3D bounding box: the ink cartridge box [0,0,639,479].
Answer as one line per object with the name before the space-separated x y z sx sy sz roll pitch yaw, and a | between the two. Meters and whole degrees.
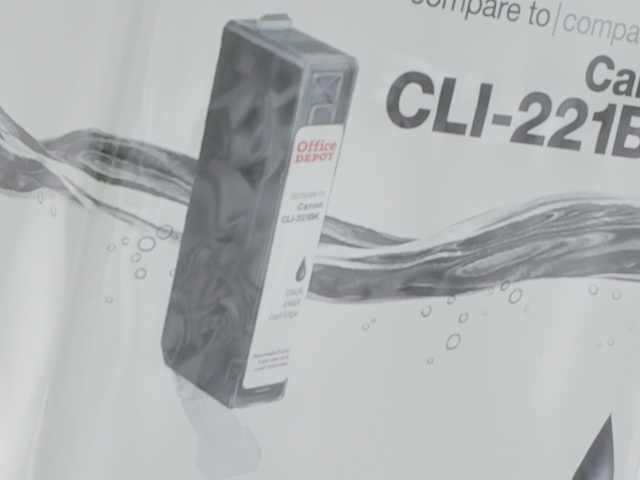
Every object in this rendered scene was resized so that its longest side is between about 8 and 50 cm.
ink cartridge box | 0.000 0.000 0.550 0.197 0.273 0.114 6 -167 -31
